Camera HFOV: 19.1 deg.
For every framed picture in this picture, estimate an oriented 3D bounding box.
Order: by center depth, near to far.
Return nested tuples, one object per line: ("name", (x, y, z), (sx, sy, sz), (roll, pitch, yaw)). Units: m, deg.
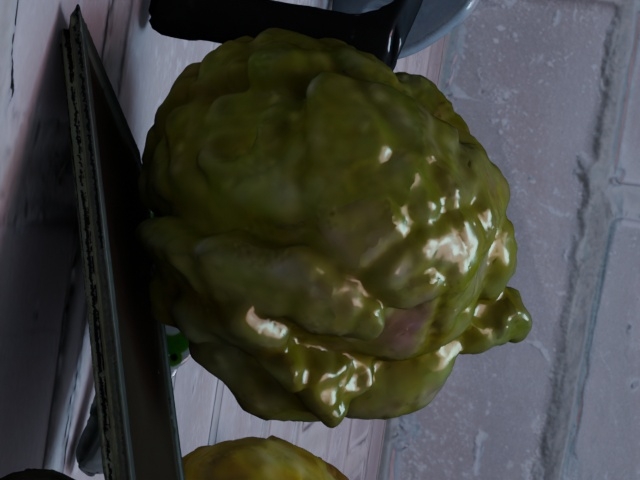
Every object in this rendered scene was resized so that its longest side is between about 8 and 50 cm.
("framed picture", (-0.108, 0.048, 1.081), (0.231, 0.018, 0.293), (77, 4, -67))

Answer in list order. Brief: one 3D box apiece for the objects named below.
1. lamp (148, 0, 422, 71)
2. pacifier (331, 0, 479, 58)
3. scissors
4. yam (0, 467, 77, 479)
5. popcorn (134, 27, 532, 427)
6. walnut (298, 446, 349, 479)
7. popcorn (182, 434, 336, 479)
("lamp", (0.024, -0.325, 1.241), (0.374, 0.205, 0.272), (-62, 157, -47))
("pacifier", (0.079, -0.317, 1.855), (0.207, 0.227, 0.279), (40, 76, -42))
("scissors", (-0.101, 0.062, 1.234), (0.204, 0.101, 0.027), (-63, -167, -17))
("yam", (-0.159, 0.171, 0.873), (0.259, 0.106, 0.106), (-33, 132, -81))
("popcorn", (0.000, 0.000, 1.130), (0.212, 0.259, 0.259), (-41, 154, -22))
("walnut", (-0.037, 0.277, 1.655), (0.159, 0.159, 0.207), (86, 21, -57))
("popcorn", (-0.060, 0.263, 1.404), (0.190, 0.191, 0.253), (-46, -171, 31))
